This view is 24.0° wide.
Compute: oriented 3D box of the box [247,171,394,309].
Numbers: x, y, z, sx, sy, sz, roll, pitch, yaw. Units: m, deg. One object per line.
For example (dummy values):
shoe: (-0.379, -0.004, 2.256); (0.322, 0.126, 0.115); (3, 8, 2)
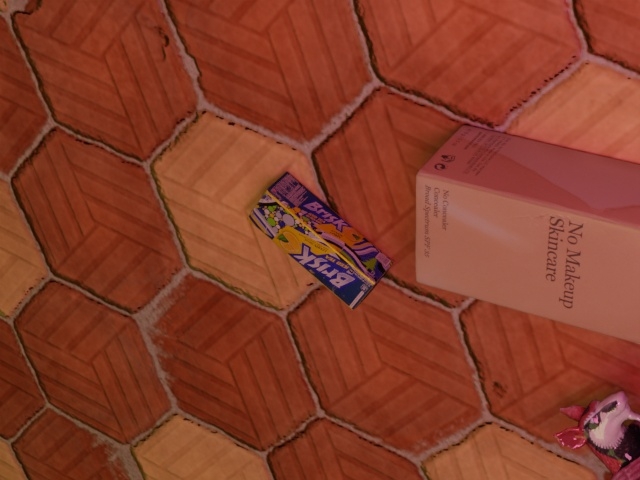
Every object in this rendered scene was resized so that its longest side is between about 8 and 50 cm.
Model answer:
box: (0.000, 0.000, 1.770); (0.169, 0.054, 0.059); (41, 133, 4)

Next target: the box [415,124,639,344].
box: (0.262, -0.003, 1.546); (0.311, 0.121, 0.148); (14, 126, 26)

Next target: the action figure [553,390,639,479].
action figure: (0.429, 0.251, 1.600); (0.370, 0.248, 0.276); (20, 156, 21)
